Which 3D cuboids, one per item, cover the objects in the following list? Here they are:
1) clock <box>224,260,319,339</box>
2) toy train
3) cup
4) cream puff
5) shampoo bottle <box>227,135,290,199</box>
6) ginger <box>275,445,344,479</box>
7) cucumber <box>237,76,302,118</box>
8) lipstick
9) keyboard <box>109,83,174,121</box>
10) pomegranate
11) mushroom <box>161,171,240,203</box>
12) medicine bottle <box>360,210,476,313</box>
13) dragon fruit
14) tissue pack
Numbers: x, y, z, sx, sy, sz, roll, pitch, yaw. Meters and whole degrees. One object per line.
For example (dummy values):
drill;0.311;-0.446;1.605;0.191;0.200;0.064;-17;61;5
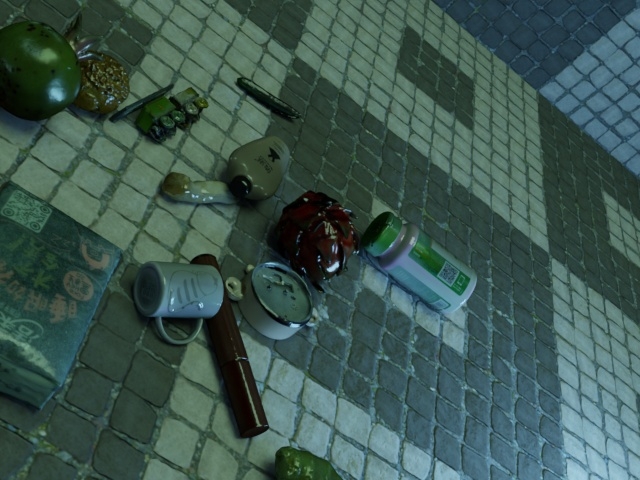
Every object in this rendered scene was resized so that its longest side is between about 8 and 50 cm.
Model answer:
clock;-0.087;0.114;1.749;0.229;0.063;0.155;25;42;-32
toy train;-0.313;-0.272;1.876;0.081;0.060;0.202;42;33;1
cup;-0.245;0.104;1.557;0.133;0.099;0.136;8;51;-44
cream puff;-0.440;-0.316;1.743;0.144;0.103;0.126;21;42;-42
shampoo bottle;-0.137;-0.155;1.919;0.127;0.078;0.257;51;28;-11
ginger;0.028;0.465;1.510;0.289;0.089;0.137;55;30;9
cucumber;-0.128;-0.346;2.169;0.184;0.033;0.036;31;63;-23
lipstick;-0.169;0.183;1.601;0.057;0.057;0.356;8;51;-43
keyboard;-0.369;-0.287;1.835;0.014;0.055;0.176;56;34;-9
pomegranate;-0.498;-0.322;1.604;0.181;0.181;0.224;49;54;1
mushroom;-0.236;-0.104;1.810;0.202;0.054;0.059;7;58;-51
medicine bottle;0.230;0.049;2.090;0.274;0.133;0.133;36;37;-17
dragon fruit;-0.005;-0.008;1.863;0.189;0.182;0.182;44;35;-5
tissue pack;-0.457;0.074;1.357;0.228;0.103;0.315;33;37;-18
